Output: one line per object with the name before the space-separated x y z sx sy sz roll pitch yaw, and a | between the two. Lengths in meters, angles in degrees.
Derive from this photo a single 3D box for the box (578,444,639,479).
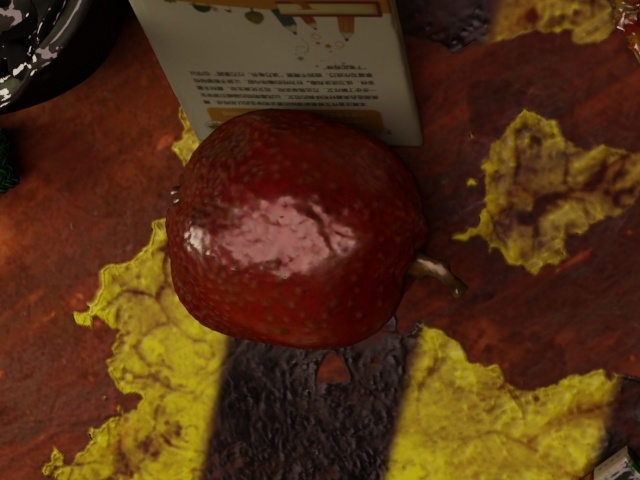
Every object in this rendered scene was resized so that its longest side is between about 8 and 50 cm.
box | 0.298 0.309 1.058 0.132 0.034 0.235 -42 90 19

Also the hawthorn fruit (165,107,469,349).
hawthorn fruit | 0.000 0.000 0.987 0.253 0.205 0.205 17 106 3

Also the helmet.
helmet | -0.294 -0.216 1.019 0.305 0.177 0.225 -4 96 19

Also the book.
book | -0.038 -0.160 0.934 0.208 0.295 0.020 2 62 13

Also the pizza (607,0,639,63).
pizza | 0.280 -0.192 0.942 0.193 0.053 0.201 24 107 8

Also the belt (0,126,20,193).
belt | -0.355 -0.069 1.095 0.151 0.121 0.079 -11 101 21
